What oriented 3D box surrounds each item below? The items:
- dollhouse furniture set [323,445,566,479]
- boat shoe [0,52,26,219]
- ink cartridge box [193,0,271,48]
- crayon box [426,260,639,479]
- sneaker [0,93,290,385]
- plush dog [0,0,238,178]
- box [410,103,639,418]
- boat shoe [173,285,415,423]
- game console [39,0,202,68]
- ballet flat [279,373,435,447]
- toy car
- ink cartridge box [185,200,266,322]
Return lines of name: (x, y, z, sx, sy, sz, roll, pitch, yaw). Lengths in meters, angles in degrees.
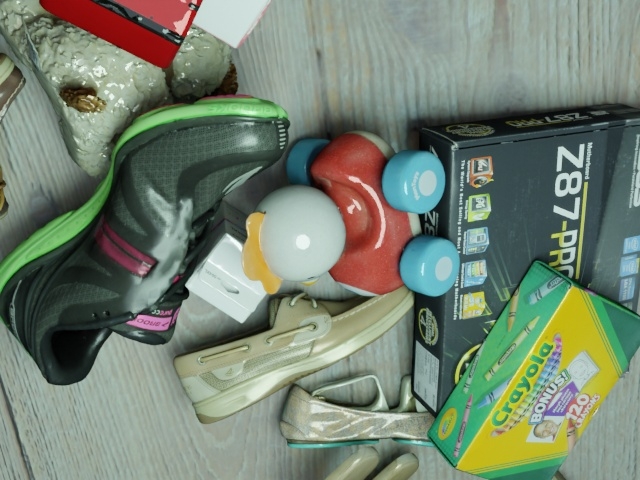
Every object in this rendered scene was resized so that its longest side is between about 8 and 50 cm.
dollhouse furniture set: (0.230, 0.449, 1.198, 0.256, 0.362, 0.394, -46, 148, 11)
boat shoe: (-0.433, -0.068, 1.036, 0.123, 0.123, 0.342, 31, 108, -26)
ink cartridge box: (-0.119, -0.327, 0.917, 0.159, 0.217, 0.092, 28, 131, -18)
crayon box: (0.283, 0.183, 1.119, 0.165, 0.081, 0.278, 24, 101, -30)
sneaker: (-0.192, 0.009, 0.998, 0.483, 0.185, 0.202, -40, 69, 30)
plush dog: (-0.209, -0.214, 0.985, 0.225, 0.211, 0.262, -34, 114, -20)
box: (0.283, 0.029, 1.158, 0.319, 0.097, 0.394, -9, 113, -22)
boat shoe: (-0.031, 0.124, 1.165, 0.341, 0.121, 0.110, -27, 90, -11)
game console: (-0.191, -0.249, 0.841, 0.144, 0.085, 0.124, 25, 104, -16)
ballet flat: (0.100, 0.249, 1.250, 0.316, 0.107, 0.106, 3, 83, -12)
toy car: (0.000, 0.000, 1.021, 0.238, 0.219, 0.210, -29, 118, -32)
ink cartridge box: (-0.112, 0.029, 1.103, 0.092, 0.143, 0.090, 34, 103, -19)
